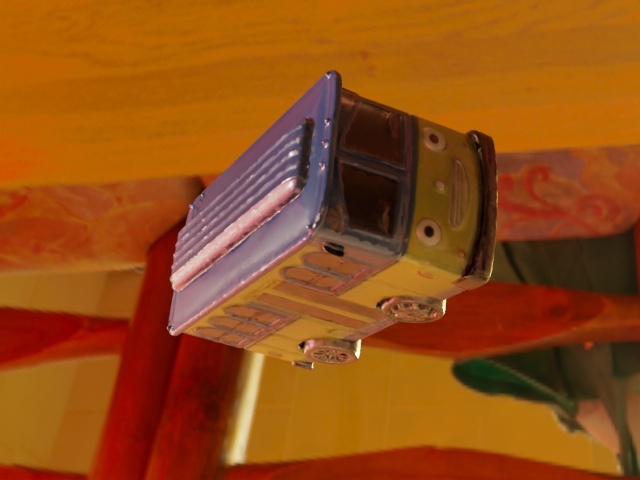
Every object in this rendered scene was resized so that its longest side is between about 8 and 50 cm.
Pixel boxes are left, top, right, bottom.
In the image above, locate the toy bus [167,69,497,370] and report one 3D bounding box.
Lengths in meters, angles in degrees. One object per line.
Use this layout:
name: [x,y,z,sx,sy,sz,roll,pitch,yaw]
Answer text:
toy bus: [0.000,0.000,0.797,0.175,0.138,0.288,18,152,-23]
